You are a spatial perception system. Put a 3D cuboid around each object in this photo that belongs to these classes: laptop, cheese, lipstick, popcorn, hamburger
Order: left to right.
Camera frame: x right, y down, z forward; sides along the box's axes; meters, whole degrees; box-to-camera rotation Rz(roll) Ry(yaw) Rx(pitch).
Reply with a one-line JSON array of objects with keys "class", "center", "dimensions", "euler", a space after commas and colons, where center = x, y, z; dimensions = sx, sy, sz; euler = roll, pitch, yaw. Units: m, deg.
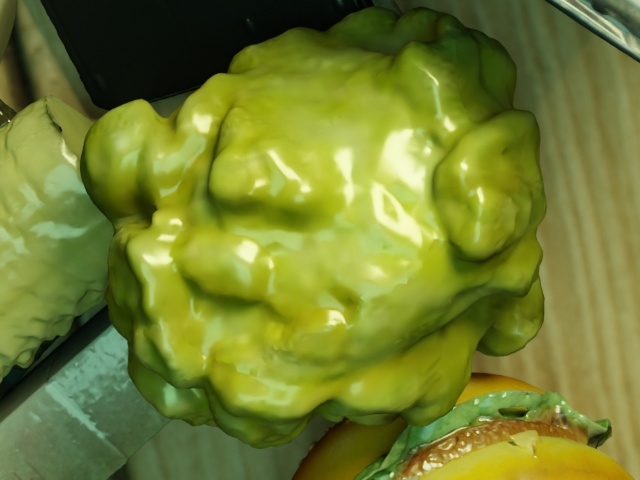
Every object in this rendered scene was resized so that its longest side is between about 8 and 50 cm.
[{"class": "cheese", "center": [-0.186, 0.003, 1.148], "dimensions": [0.167, 0.094, 0.123], "euler": [-39, 109, 12]}, {"class": "lipstick", "center": [-0.190, 0.142, 1.227], "dimensions": [0.371, 0.080, 0.076], "euler": [-41, 102, 11]}, {"class": "laptop", "center": [-0.081, -0.161, 1.115], "dimensions": [0.207, 0.026, 0.154], "euler": [-13, 110, 32]}, {"class": "popcorn", "center": [0.000, 0.000, 1.064], "dimensions": [0.250, 0.235, 0.242], "euler": [-16, 118, -7]}, {"class": "hamburger", "center": [0.080, 0.180, 1.172], "dimensions": [0.246, 0.170, 0.246], "euler": [-15, 128, -20]}]

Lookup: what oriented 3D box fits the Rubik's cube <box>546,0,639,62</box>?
[{"class": "Rubik's cube", "center": [0.134, -0.295, 0.970], "dimensions": [0.310, 0.307, 0.305], "euler": [35, 106, -7]}]

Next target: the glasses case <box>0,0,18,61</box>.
[{"class": "glasses case", "center": [-0.223, -0.091, 1.103], "dimensions": [0.050, 0.196, 0.083], "euler": [16, 143, -3]}]

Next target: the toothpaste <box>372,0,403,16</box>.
[{"class": "toothpaste", "center": [0.016, -0.125, 1.153], "dimensions": [0.100, 0.066, 0.323], "euler": [-25, 108, 16]}]

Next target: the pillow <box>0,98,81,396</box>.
[{"class": "pillow", "center": [-0.261, 0.025, 1.216], "dimensions": [0.255, 0.034, 0.189], "euler": [-40, 99, 10]}]
